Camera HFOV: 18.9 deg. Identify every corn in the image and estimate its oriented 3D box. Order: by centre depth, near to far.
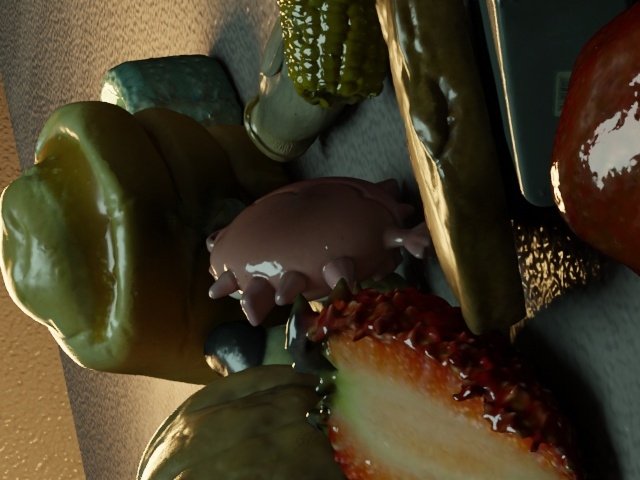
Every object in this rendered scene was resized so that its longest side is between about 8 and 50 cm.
[{"bbox_3d":[0.002,-0.301,1.759,0.120,0.120,0.363,-173,76,-72],"label":"corn"}]

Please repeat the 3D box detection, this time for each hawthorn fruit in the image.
[{"bbox_3d":[0.230,-0.066,1.064,0.202,0.185,0.185,-46,51,49],"label":"hawthorn fruit"}]

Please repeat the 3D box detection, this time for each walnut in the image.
[{"bbox_3d":[-0.038,0.260,1.837,0.296,0.285,0.285,127,135,-83],"label":"walnut"}]

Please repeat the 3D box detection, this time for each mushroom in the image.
[{"bbox_3d":[-0.017,-0.160,1.908,0.108,0.096,0.247,49,154,16],"label":"mushroom"}]

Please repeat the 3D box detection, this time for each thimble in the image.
[{"bbox_3d":[-0.184,-0.129,2.356,0.235,0.143,0.198,160,102,-70],"label":"thimble"}]

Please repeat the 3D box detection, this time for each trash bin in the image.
[{"bbox_3d":[0.151,-0.144,1.262,0.236,0.101,0.177,-91,-8,-64],"label":"trash bin"}]

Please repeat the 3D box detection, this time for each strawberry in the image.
[{"bbox_3d":[0.126,0.148,1.558,0.306,0.137,0.233,23,138,37],"label":"strawberry"}]

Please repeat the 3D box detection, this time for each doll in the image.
[{"bbox_3d":[0.000,0.000,1.738,0.262,0.211,0.093,-4,119,30],"label":"doll"},{"bbox_3d":[-0.043,0.179,2.036,0.135,0.143,0.234,-124,33,-44],"label":"doll"}]

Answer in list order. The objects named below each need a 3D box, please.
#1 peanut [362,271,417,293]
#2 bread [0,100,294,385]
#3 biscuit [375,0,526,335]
[{"bbox_3d":[0.065,0.084,1.751,0.187,0.082,0.082,-116,26,-44],"label":"peanut"},{"bbox_3d":[-0.174,-0.006,2.074,0.210,0.341,0.301,-24,60,46],"label":"bread"},{"bbox_3d":[0.090,-0.119,1.446,0.359,0.074,0.381,40,-145,-87],"label":"biscuit"}]
